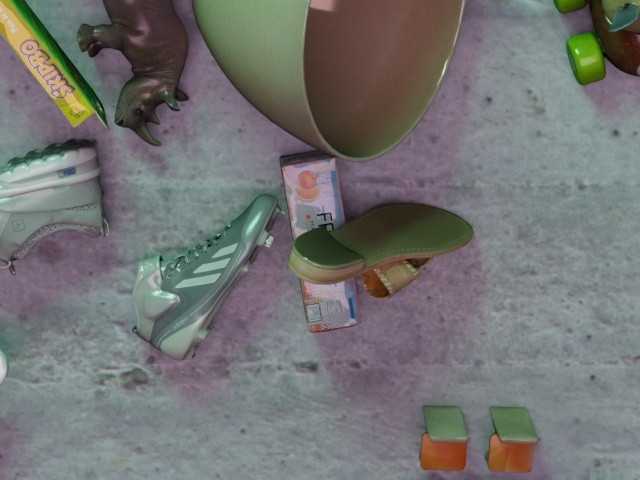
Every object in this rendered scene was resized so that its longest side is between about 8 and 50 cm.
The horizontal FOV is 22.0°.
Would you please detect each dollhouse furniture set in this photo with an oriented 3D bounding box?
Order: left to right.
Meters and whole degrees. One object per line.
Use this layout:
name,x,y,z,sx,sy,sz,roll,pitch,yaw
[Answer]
dollhouse furniture set,0.216,0.325,1.759,0.259,0.135,0.262,2,104,-2

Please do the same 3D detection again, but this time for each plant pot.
plant pot,-0.011,-0.234,1.575,0.191,0.284,0.284,17,106,30

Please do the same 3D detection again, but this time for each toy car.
toy car,0.321,-0.223,1.601,0.155,0.188,0.149,-17,103,3

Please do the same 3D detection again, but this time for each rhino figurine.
rhino figurine,-0.189,-0.211,1.653,0.106,0.073,0.243,-10,105,4

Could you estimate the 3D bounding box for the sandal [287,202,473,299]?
sandal,0.052,0.024,1.673,0.088,0.240,0.079,41,125,32

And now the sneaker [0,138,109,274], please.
sneaker,-0.350,-0.009,1.681,0.281,0.105,0.115,-17,103,2

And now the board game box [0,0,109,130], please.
board game box,-0.296,-0.214,1.608,0.039,0.124,0.259,-38,109,3

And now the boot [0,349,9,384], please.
boot,-0.411,0.148,1.727,0.190,0.086,0.069,-20,101,5

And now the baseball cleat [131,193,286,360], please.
baseball cleat,-0.128,0.025,1.713,0.109,0.072,0.206,31,97,-2

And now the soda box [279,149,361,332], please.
soda box,0.000,0.000,1.712,0.058,0.063,0.183,-9,104,-2
